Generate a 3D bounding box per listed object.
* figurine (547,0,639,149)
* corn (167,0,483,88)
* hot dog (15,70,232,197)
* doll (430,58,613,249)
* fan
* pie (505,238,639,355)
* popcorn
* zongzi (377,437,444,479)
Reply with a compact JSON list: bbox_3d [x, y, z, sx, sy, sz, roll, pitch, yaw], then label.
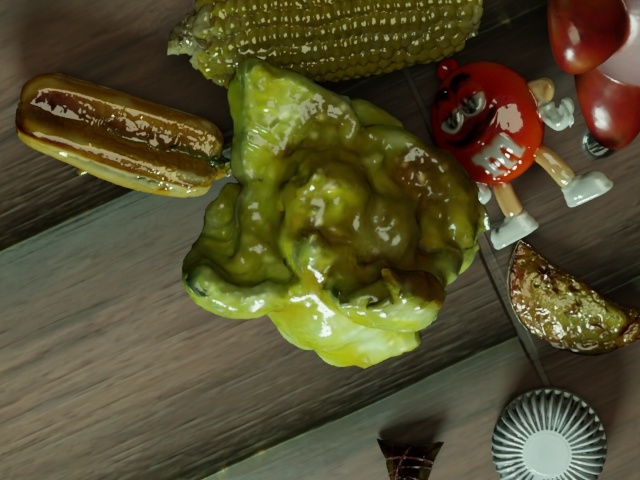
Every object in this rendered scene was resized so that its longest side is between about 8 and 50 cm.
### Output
[{"bbox_3d":[0.351,-0.275,1.762,0.261,0.270,0.211,-29,62,10],"label":"figurine"},{"bbox_3d":[0.004,-0.234,1.801,0.347,0.130,0.130,-6,94,-6],"label":"corn"},{"bbox_3d":[-0.217,-0.110,1.831,0.250,0.076,0.104,16,74,-6],"label":"hot dog"},{"bbox_3d":[0.202,-0.114,1.817,0.183,0.085,0.217,-31,89,30],"label":"doll"},{"bbox_3d":[0.239,0.287,1.872,0.130,0.074,0.244,21,99,7],"label":"fan"},{"bbox_3d":[0.285,0.082,1.876,0.191,0.033,0.088,31,96,-4],"label":"pie"},{"bbox_3d":[-0.007,-0.006,1.739,0.326,0.290,0.321,-35,77,-22],"label":"popcorn"},{"bbox_3d":[0.110,0.254,1.873,0.073,0.067,0.083,-18,77,6],"label":"zongzi"}]
